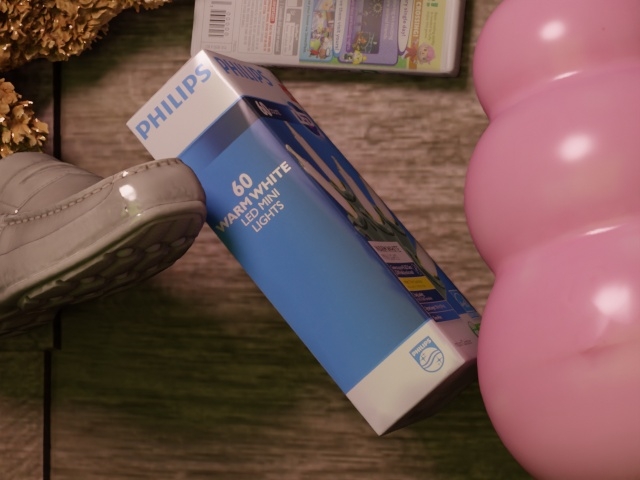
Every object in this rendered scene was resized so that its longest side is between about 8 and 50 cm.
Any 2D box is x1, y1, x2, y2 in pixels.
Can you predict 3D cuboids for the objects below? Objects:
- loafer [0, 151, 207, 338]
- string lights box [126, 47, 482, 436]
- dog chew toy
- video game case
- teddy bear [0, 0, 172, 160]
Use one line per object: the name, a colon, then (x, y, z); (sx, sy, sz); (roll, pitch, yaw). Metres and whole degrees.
loafer: (-0.186, -0.008, 1.026); (0.319, 0.112, 0.111); (-21, 82, 48)
string lights box: (0.000, 0.000, 1.012); (0.077, 0.133, 0.260); (-43, 78, 13)
dog chew toy: (0.179, -0.012, 0.929); (0.206, 0.206, 0.332); (-16, 76, 17)
video game case: (0.011, -0.224, 1.071); (0.193, 0.023, 0.212); (5, 90, 18)
teddy bear: (-0.245, -0.174, 1.122); (0.245, 0.113, 0.338); (44, 95, 9)
